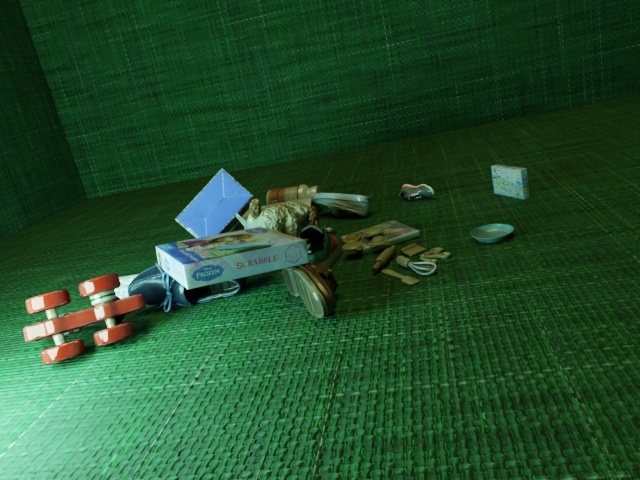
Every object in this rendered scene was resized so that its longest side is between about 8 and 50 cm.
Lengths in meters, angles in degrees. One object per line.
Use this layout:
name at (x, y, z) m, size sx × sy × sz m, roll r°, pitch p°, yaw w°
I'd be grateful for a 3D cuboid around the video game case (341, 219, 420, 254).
video game case at (0.188, -0.014, 1.771) m, size 0.201 × 0.023 × 0.183 m, roll -17°, pitch 18°, yaw -15°

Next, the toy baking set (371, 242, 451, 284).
toy baking set at (0.241, 0.053, 1.509) m, size 0.197 × 0.030 × 0.256 m, roll -1°, pitch 21°, yaw 33°

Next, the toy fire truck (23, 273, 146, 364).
toy fire truck at (-0.618, 0.202, 1.465) m, size 0.302 × 0.169 × 0.254 m, roll -18°, pitch -1°, yaw -19°

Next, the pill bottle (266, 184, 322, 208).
pill bottle at (-0.106, -0.167, 2.299) m, size 0.216 × 0.121 × 0.121 m, roll -7°, pitch 18°, yaw 16°

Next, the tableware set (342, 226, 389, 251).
tableware set at (0.134, -0.003, 1.706) m, size 0.141 × 0.020 × 0.168 m, roll -13°, pitch 19°, yaw 3°

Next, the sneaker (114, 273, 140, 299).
sneaker at (-0.597, 0.148, 1.741) m, size 0.235 × 0.090 × 0.095 m, roll -7°, pitch 5°, yaw 7°

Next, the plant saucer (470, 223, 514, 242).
plant saucer at (0.488, -0.018, 1.575) m, size 0.119 × 0.021 × 0.119 m, roll -11°, pitch 18°, yaw 4°

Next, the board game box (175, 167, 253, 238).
board game box at (-0.365, -0.103, 1.951) m, size 0.232 × 0.141 × 0.291 m, roll -49°, pitch 4°, yaw -7°

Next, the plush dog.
plush dog at (-0.131, -0.064, 1.841) m, size 0.262 × 0.210 × 0.225 m, roll 3°, pitch 22°, yaw 43°

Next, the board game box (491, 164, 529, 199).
board game box at (0.652, -0.203, 1.907) m, size 0.026 × 0.103 × 0.154 m, roll -18°, pitch 18°, yaw -17°

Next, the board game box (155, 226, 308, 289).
board game box at (-0.243, 0.035, 1.469) m, size 0.318 × 0.066 × 0.319 m, roll -12°, pitch 13°, yaw -27°

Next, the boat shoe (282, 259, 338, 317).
boat shoe at (-0.011, 0.102, 1.396) m, size 0.104 × 0.110 × 0.307 m, roll -18°, pitch 18°, yaw -14°

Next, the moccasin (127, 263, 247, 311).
moccasin at (-0.382, 0.120, 1.566) m, size 0.342 × 0.137 × 0.117 m, roll -13°, pitch 22°, yaw 0°

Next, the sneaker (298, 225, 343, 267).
sneaker at (0.000, 0.000, 1.693) m, size 0.108 × 0.121 × 0.302 m, roll -8°, pitch 17°, yaw 14°

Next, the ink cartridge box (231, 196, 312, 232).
ink cartridge box at (-0.172, -0.075, 2.126) m, size 0.296 × 0.066 × 0.261 m, roll -11°, pitch 21°, yaw 6°

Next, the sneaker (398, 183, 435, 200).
sneaker at (0.369, -0.175, 2.133) m, size 0.158 × 0.061 × 0.065 m, roll 7°, pitch 53°, yaw 50°

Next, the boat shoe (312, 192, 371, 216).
boat shoe at (0.076, -0.134, 2.128) m, size 0.267 × 0.088 × 0.096 m, roll 7°, pitch 2°, yaw 34°
